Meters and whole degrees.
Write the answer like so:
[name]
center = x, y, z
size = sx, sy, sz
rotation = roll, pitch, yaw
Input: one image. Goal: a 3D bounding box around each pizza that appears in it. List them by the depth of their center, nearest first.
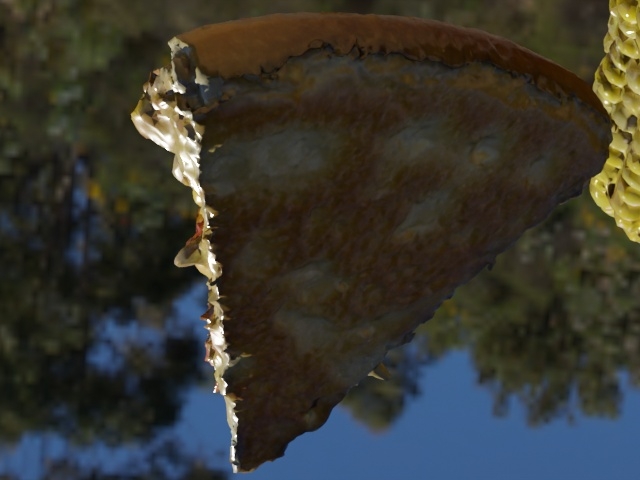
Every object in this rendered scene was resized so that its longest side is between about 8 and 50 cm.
[pizza]
center = 0.000, 0.000, 0.727
size = 0.188, 0.199, 0.062
rotation = 9, -149, -31

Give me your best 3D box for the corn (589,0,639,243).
[corn]
center = 0.153, -0.109, 0.721
size = 0.101, 0.291, 0.101
rotation = -1, -131, 1
